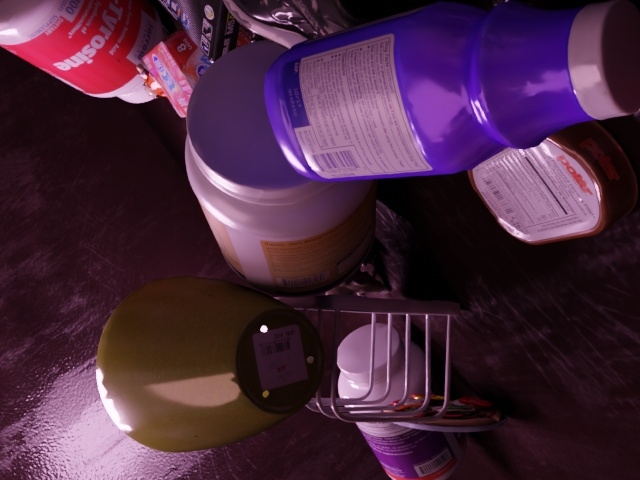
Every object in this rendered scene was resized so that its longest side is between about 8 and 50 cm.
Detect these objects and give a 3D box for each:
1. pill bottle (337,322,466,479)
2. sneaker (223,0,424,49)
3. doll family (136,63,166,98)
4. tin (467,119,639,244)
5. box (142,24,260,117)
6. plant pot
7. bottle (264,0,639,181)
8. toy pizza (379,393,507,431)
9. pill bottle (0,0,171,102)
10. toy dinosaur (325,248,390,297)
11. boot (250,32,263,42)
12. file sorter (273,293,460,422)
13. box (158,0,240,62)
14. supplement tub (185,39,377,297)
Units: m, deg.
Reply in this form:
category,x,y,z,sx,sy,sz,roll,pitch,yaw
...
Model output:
category,x,y,z,sx,sy,sz,roll,pitch,yaw
pill bottle,0.150,0.313,1.398,0.181,0.181,0.323,36,158,56
sneaker,0.006,-0.233,0.676,0.283,0.107,0.124,45,151,23
doll family,-0.222,-0.279,1.406,0.263,0.118,0.163,38,166,-15
tin,0.184,-0.048,0.606,0.106,0.040,0.190,50,168,-2
box,-0.180,-0.277,1.140,0.122,0.128,0.257,57,168,-18
plant pot,-0.134,0.171,1.031,0.293,0.275,0.274,-15,113,54
bottle,0.080,-0.106,0.518,0.283,0.092,0.118,0,116,48
toy pizza,0.196,0.269,1.168,0.201,0.201,0.032,173,99,-77
pill bottle,-0.443,-0.406,1.355,0.229,0.229,0.408,49,-171,21
toy dinosaur,0.000,0.000,1.252,0.313,0.121,0.160,53,162,-7
boot,-0.086,-0.272,0.823,0.045,0.121,0.099,36,152,63
file sorter,0.056,0.173,1.110,0.278,0.193,0.173,166,108,-69
box,-0.164,-0.357,0.928,0.190,0.045,0.184,51,151,18
supplement tub,-0.041,-0.077,0.920,0.228,0.228,0.316,50,167,19
